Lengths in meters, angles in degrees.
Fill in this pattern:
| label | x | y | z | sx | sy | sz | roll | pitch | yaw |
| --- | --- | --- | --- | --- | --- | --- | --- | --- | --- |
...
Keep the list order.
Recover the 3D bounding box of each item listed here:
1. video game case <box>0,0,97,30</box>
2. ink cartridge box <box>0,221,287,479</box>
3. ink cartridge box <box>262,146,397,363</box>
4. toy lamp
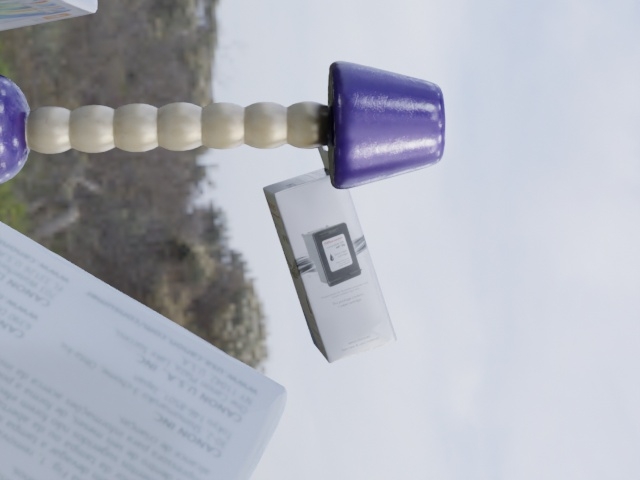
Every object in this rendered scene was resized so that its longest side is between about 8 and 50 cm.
| label | x | y | z | sx | sy | sz | roll | pitch | yaw |
| --- | --- | --- | --- | --- | --- | --- | --- | --- | --- |
| video game case | -0.320 | -0.144 | 0.880 | 0.329 | 0.300 | 0.036 | -50 | 130 | -85 |
| ink cartridge box | -0.220 | 0.118 | 0.488 | 0.091 | 0.308 | 0.385 | -60 | 179 | 41 |
| ink cartridge box | 0.000 | 0.000 | 1.140 | 0.104 | 0.060 | 0.180 | -148 | -141 | -81 |
| toy lamp | -0.065 | -0.068 | 0.829 | 0.080 | 0.275 | 0.080 | -179 | -90 | -88 |
